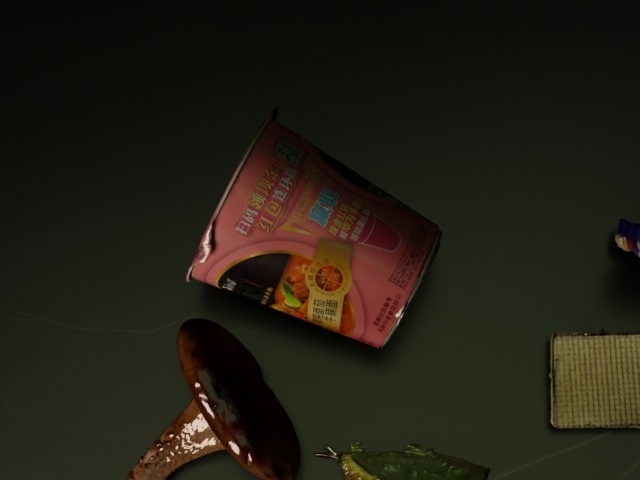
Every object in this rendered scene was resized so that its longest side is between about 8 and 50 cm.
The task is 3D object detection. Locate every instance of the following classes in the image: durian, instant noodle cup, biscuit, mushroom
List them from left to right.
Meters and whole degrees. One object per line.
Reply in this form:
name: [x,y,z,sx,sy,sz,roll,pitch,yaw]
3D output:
mushroom: [-0.159,0.226,1.659,0.217,0.148,0.227,-33,72,10]
instant noodle cup: [0.000,0.000,1.660,0.255,0.244,0.244,27,78,1]
durian: [0.095,0.292,1.661,0.215,0.086,0.100,7,43,0]
biscuit: [0.378,0.169,1.688,0.199,0.040,0.121,0,78,3]

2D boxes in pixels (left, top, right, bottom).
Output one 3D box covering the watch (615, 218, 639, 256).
watch: [0.473,-0.044,1.664,0.171,0.196,0.200,24,85,-2]
